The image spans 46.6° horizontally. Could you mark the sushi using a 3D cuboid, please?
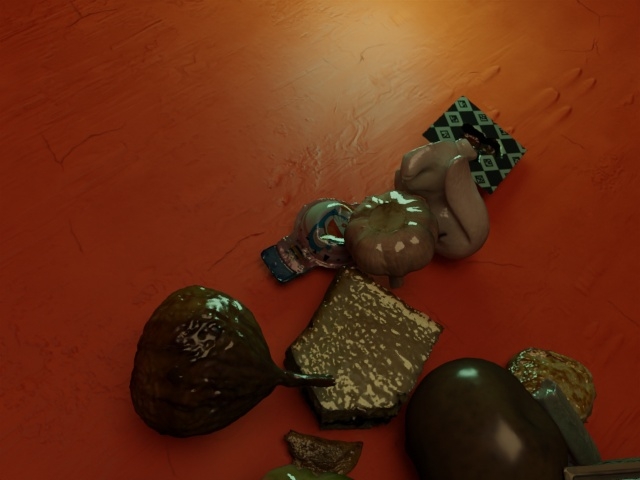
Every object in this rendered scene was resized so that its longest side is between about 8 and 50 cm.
[{"bbox_3d":[0.395,-0.242,1.945,0.231,0.047,0.219,42,55,4],"label":"sushi"}]

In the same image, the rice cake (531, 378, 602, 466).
[{"bbox_3d":[0.518,0.411,1.550,0.290,0.081,0.051,55,21,-18],"label":"rice cake"}]

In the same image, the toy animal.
[{"bbox_3d":[0.300,-0.087,1.734,0.206,0.271,0.264,-21,81,-4],"label":"toy animal"}]

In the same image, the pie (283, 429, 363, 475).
[{"bbox_3d":[0.003,0.429,1.484,0.170,0.034,0.092,16,57,-13],"label":"pie"}]

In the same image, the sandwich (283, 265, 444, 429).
[{"bbox_3d":[0.075,0.243,1.548,0.262,0.131,0.325,33,56,3],"label":"sandwich"}]

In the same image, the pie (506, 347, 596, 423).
[{"bbox_3d":[0.503,0.329,1.639,0.205,0.084,0.178,18,45,0],"label":"pie"}]

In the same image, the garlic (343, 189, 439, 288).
[{"bbox_3d":[0.160,0.015,1.638,0.219,0.212,0.218,-7,44,7],"label":"garlic"}]

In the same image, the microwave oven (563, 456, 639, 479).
[{"bbox_3d":[0.645,0.596,1.352,0.333,0.247,0.394,17,61,-53],"label":"microwave oven"}]

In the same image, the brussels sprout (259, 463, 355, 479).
[{"bbox_3d":[0.018,0.554,1.282,0.289,0.281,0.355,-34,66,-28],"label":"brussels sprout"}]

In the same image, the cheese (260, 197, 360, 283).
[{"bbox_3d":[0.000,0.000,1.690,0.286,0.074,0.189,-29,71,-25],"label":"cheese"}]

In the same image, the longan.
[{"bbox_3d":[0.318,0.401,1.450,0.289,0.288,0.350,-18,68,-23],"label":"longan"}]

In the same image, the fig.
[{"bbox_3d":[-0.153,0.231,1.378,0.369,0.286,0.286,6,60,6],"label":"fig"}]
